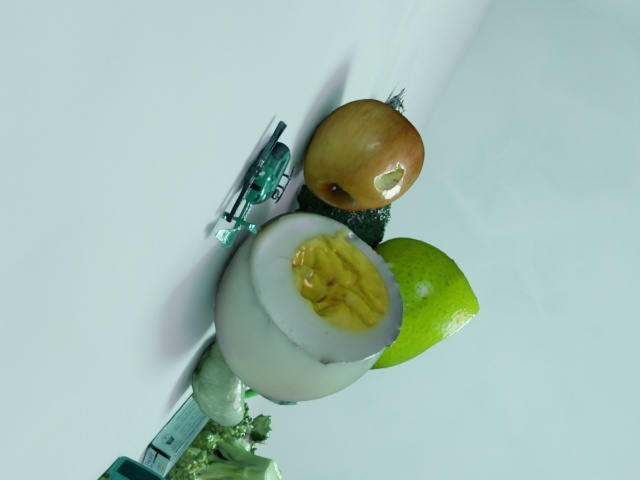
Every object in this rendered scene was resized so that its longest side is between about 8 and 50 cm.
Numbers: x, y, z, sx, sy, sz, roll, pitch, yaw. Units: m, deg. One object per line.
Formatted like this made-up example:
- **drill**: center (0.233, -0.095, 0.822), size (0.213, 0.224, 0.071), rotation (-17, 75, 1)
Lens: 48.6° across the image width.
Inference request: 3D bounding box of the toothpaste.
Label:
- **toothpaste**: center (-0.316, 0.440, 1.738), size (0.313, 0.071, 0.089), rotation (-50, 169, -54)

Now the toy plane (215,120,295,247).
- **toy plane**: center (-0.108, -0.089, 1.222), size (0.235, 0.060, 0.096), rotation (-63, 165, -7)

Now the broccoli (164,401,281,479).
- **broccoli**: center (-0.266, 0.597, 1.869), size (0.338, 0.317, 0.277), rotation (-100, 171, -65)

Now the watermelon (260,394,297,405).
- **watermelon**: center (-0.126, 0.329, 1.681), size (0.081, 0.180, 0.094), rotation (-40, 151, 2)

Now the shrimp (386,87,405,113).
- **shrimp**: center (0.228, -0.405, 2.196), size (0.165, 0.065, 0.056), rotation (-60, 149, -2)

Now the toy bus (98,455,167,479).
- **toy bus**: center (-0.408, 0.573, 1.422), size (0.256, 0.128, 0.147), rotation (-67, 171, 29)

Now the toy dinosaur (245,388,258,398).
- **toy dinosaur**: center (-0.080, 0.256, 2.043), size (0.144, 0.499, 0.375), rotation (-39, 121, -86)

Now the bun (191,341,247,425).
- **bun**: center (-0.232, 0.326, 1.655), size (0.212, 0.126, 0.204), rotation (51, 42, -88)

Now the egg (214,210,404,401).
- **egg**: center (-0.062, 0.167, 1.455), size (0.340, 0.354, 0.354), rotation (-49, -177, 44)

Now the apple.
- **apple**: center (0.089, -0.171, 1.527), size (0.241, 0.242, 0.242), rotation (-49, 167, -29)

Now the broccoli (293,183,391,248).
- **broccoli**: center (0.043, -0.065, 1.771), size (0.269, 0.253, 0.269), rotation (-167, -90, -74)

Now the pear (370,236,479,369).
- **pear**: center (0.146, 0.159, 1.674), size (0.318, 0.239, 0.342), rotation (-38, -163, -27)
